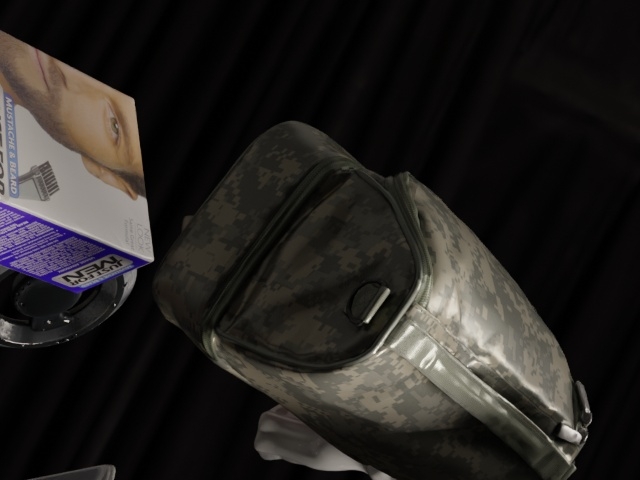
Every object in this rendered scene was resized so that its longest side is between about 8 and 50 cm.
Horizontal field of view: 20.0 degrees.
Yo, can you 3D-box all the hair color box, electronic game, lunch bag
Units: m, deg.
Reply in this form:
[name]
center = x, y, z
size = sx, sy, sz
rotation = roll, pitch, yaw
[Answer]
[hair color box]
center = -0.301, -0.088, 1.658
size = 0.110, 0.185, 0.339
rotation = -21, 155, 26
[electronic game]
center = -0.338, 0.058, 2.232
size = 0.229, 0.048, 0.229
rotation = -15, 145, -11
[lunch bag]
center = 0.059, 0.078, 1.465
size = 0.256, 0.212, 0.305
rotation = 37, 177, 47

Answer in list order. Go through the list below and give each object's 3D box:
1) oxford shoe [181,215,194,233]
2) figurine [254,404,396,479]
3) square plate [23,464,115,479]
[oxford shoe]
center = 0.000, 0.000, 2.045
size = 0.348, 0.130, 0.123
rotation = -11, 180, -36
[figurine]
center = 0.023, 0.297, 2.053
size = 0.209, 0.215, 0.092
rotation = 15, -174, 31
[square plate]
center = -0.383, 0.370, 1.794
size = 0.347, 0.344, 0.049
rotation = -13, 118, 10
